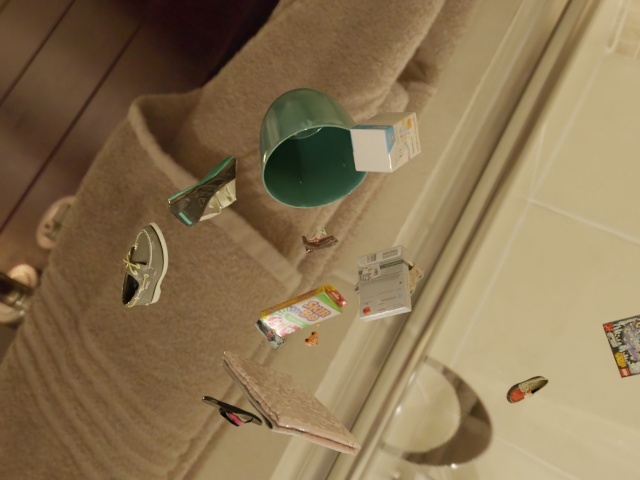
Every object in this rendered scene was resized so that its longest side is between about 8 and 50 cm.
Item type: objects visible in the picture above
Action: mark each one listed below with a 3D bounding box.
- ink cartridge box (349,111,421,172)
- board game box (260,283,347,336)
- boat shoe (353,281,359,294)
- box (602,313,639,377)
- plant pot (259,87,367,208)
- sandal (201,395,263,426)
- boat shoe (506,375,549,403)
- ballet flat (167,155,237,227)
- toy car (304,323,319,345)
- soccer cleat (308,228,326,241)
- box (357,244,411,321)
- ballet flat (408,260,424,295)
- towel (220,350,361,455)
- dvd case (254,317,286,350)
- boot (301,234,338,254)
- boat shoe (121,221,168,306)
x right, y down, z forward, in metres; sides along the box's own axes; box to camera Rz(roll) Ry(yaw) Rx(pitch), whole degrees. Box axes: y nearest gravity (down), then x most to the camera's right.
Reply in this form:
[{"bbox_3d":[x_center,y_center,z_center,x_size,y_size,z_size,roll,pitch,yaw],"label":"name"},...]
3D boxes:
[{"bbox_3d":[0.142,-0.210,1.340,0.090,0.143,0.092,8,121,37],"label":"ink cartridge box"},{"bbox_3d":[-0.050,0.223,2.042,0.124,0.259,0.039,50,-158,-40],"label":"board game box"},{"bbox_3d":[0.168,0.121,1.990,0.070,0.219,0.078,42,125,3],"label":"boat shoe"},{"bbox_3d":[0.752,0.255,1.552,0.094,0.137,0.027,-21,178,26],"label":"box"},{"bbox_3d":[-0.033,-0.273,1.745,0.293,0.293,0.235,42,-155,-47],"label":"plant pot"},{"bbox_3d":[-0.229,0.447,1.645,0.179,0.040,0.067,31,149,-27],"label":"sandal"},{"bbox_3d":[0.596,0.429,1.848,0.049,0.137,0.043,69,161,-1],"label":"boat shoe"},{"bbox_3d":[-0.263,-0.109,1.526,0.095,0.280,0.096,-25,105,33],"label":"ballet flat"},{"bbox_3d":[-0.026,0.321,2.180,0.040,0.060,0.122,41,155,29],"label":"toy car"},{"bbox_3d":[-0.011,-0.017,2.056,0.029,0.035,0.083,-6,-173,39],"label":"soccer cleat"},{"bbox_3d":[0.173,0.118,1.767,0.145,0.186,0.038,-18,146,29],"label":"box"},{"bbox_3d":[0.252,0.103,1.969,0.106,0.107,0.316,58,-168,1],"label":"ballet flat"},{"bbox_3d":[-0.085,0.432,1.704,0.317,0.053,0.332,31,-178,-40],"label":"towel"},{"bbox_3d":[-0.171,0.314,2.189,0.119,0.013,0.087,47,145,5],"label":"dvd case"},{"bbox_3d":[0.000,0.000,2.144,0.114,0.037,0.106,-17,150,3],"label":"boot"},{"bbox_3d":[-0.482,0.076,1.734,0.109,0.091,0.305,51,140,27],"label":"boat shoe"}]
